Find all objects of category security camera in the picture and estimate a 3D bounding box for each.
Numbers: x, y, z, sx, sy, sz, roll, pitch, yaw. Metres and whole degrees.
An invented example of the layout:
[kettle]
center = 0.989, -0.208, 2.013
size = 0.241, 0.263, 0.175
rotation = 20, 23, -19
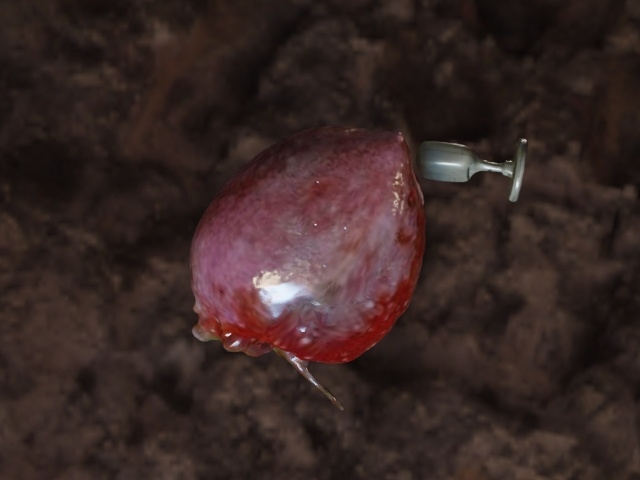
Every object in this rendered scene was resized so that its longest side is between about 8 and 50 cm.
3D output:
[security camera]
center = 0.127, -0.067, 1.511
size = 0.092, 0.058, 0.058
rotation = 11, -137, 3

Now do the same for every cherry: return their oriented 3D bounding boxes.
[cherry]
center = 0.000, 0.000, 1.479
size = 0.192, 0.249, 0.175
rotation = 28, -147, -11
